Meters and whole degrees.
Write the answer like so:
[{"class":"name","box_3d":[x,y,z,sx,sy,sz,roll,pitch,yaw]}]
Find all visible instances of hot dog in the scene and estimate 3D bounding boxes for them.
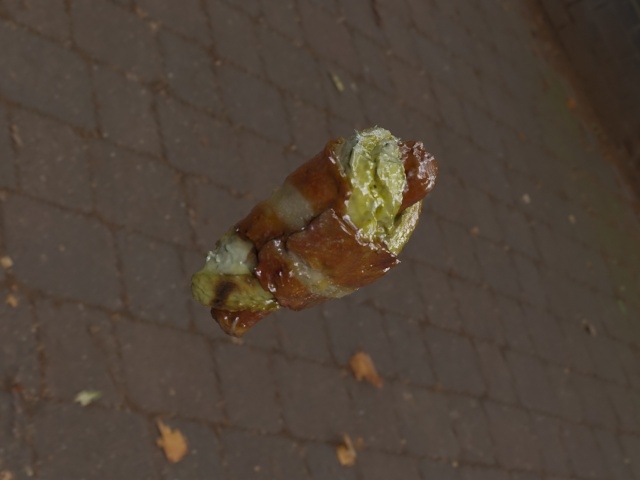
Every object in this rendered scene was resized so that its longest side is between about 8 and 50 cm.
[{"class":"hot dog","box_3d":[0.000,0.000,0.951,0.103,0.213,0.146,51,21,3]}]
